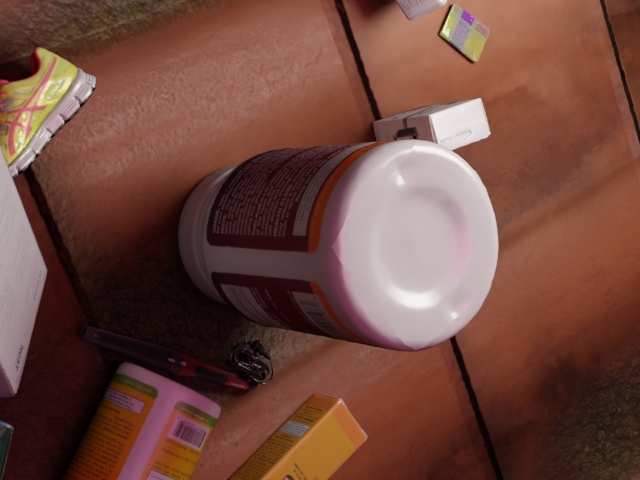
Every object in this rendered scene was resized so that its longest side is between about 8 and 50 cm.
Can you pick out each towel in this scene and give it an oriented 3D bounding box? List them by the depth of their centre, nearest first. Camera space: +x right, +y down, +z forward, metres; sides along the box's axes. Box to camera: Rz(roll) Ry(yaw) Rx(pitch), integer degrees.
[{"bbox_3d":[0.217,-0.311,1.627,0.083,0.009,0.060,31,76,-29],"label":"towel"}]

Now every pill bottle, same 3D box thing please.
[{"bbox_3d":[0.000,0.000,1.272,0.224,0.392,0.224,-2,93,-33],"label":"pill bottle"},{"bbox_3d":[-0.229,0.281,1.287,0.136,0.136,0.245,33,75,-29],"label":"pill bottle"}]

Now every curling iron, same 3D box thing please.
[{"bbox_3d":[-0.178,0.142,1.375,0.274,0.035,0.068,15,79,-33],"label":"curling iron"}]

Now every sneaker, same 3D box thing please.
[{"bbox_3d":[-0.352,-0.135,1.237,0.094,0.081,0.208,43,63,-19],"label":"sneaker"}]

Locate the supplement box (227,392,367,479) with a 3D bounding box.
[{"bbox_3d":[-0.049,0.309,1.438,0.233,0.080,0.078,-42,112,-26],"label":"supplement box"}]

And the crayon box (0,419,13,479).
[{"bbox_3d":[-0.495,0.181,1.074,0.323,0.203,0.083,16,83,-32],"label":"crayon box"}]

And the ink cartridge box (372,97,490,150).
[{"bbox_3d":[0.154,-0.157,1.517,0.099,0.135,0.056,-21,102,-31],"label":"ink cartridge box"}]

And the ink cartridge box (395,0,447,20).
[{"bbox_3d":[0.103,-0.493,1.513,0.296,0.066,0.261,53,38,-22],"label":"ink cartridge box"}]

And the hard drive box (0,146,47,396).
[{"bbox_3d":[-0.364,0.023,1.106,0.089,0.181,0.232,-2,137,4],"label":"hard drive box"}]
